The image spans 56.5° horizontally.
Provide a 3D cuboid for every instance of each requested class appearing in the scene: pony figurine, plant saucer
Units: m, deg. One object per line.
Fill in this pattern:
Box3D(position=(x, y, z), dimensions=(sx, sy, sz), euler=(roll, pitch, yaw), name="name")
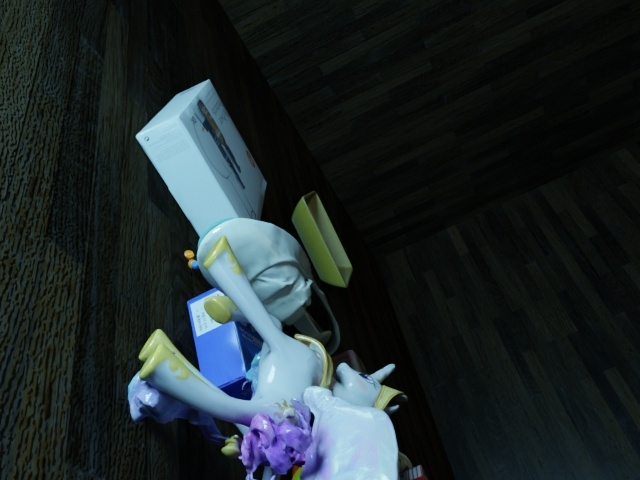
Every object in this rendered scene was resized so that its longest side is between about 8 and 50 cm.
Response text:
Box3D(position=(-0.048, 0.216, 0.732), dimensions=(0.363, 0.303, 0.351), euler=(37, 41, -14), name="pony figurine")
Box3D(position=(0.000, 0.000, 2.083), dimensions=(0.333, 0.081, 0.333), euler=(64, 9, -5), name="plant saucer")

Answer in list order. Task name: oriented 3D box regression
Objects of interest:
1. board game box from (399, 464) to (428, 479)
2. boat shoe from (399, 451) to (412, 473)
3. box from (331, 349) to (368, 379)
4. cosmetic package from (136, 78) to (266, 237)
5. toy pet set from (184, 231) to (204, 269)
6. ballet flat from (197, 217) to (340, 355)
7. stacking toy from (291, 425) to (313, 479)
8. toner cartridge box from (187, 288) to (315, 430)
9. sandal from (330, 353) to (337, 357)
Box3D(position=(0.215, 0.650, 1.422), dimensions=(0.193, 0.146, 0.045), euler=(63, 10, -9), name="board game box")
Box3D(position=(0.211, 0.635, 1.707), dimensions=(0.170, 0.063, 0.059), euler=(51, 16, -19), name="boat shoe")
Box3D(position=(0.046, 0.364, 1.196), dimensions=(0.127, 0.148, 0.232), euler=(61, 8, -57), name="box")
Box3D(position=(-0.226, -0.161, 1.248), dimensions=(0.377, 0.097, 0.284), euler=(-94, 159, -65), name="cosmetic package")
Box3D(position=(-0.179, 0.032, 1.052), dimensions=(0.114, 0.122, 0.065), euler=(42, -39, 52), name="toy pet set")
Box3D(position=(-0.051, 0.093, 0.944), dimensions=(0.400, 0.139, 0.139), euler=(54, 14, -59), name="ballet flat")
Box3D(position=(-0.001, 0.417, 0.959), dimensions=(0.141, 0.141, 0.330), euler=(63, 4, -13), name="stacking toy")
Box3D(position=(-0.096, 0.221, 1.039), dimensions=(0.348, 0.075, 0.165), euler=(50, 18, -56), name="toner cartridge box")
Box3D(position=(0.051, 0.386, 1.319), dimensions=(0.086, 0.120, 0.303), euler=(75, -3, -56), name="sandal")
